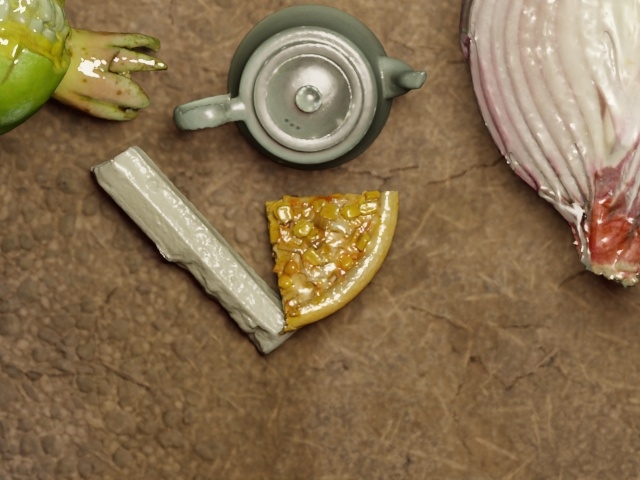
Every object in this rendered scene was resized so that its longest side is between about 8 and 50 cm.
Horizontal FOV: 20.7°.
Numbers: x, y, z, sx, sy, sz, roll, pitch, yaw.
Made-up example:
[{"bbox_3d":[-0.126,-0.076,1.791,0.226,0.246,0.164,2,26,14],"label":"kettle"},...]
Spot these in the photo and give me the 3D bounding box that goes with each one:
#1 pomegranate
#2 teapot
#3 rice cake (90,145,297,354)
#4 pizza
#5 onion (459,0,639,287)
[{"bbox_3d":[-0.294,-0.188,1.620,0.302,0.236,0.236,21,101,-37],"label":"pomegranate"},{"bbox_3d":[-0.020,-0.135,1.645,0.239,0.149,0.162,-8,101,2],"label":"teapot"},{"bbox_3d":[-0.121,0.009,1.720,0.057,0.052,0.256,-39,98,24],"label":"rice cake"},{"bbox_3d":[0.000,0.000,1.707,0.178,0.041,0.131,-39,80,-5],"label":"pizza"},{"bbox_3d":[0.267,-0.144,1.639,0.267,0.159,0.348,4,107,12],"label":"onion"}]
